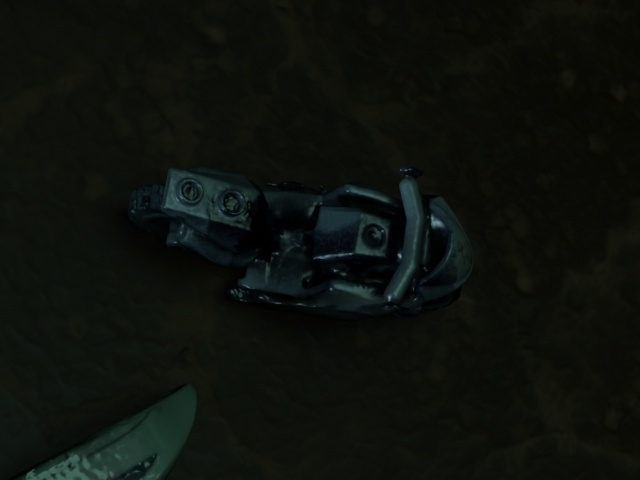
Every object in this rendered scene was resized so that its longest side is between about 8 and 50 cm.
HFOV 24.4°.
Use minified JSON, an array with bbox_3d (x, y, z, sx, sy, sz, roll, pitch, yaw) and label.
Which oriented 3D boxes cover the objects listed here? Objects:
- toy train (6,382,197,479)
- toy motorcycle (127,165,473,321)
[{"bbox_3d":[-0.234,0.216,0.954,0.407,0.086,0.088,-27,88,-29],"label":"toy train"},{"bbox_3d":[0.000,0.000,1.085,0.270,0.159,0.106,16,72,-22],"label":"toy motorcycle"}]
